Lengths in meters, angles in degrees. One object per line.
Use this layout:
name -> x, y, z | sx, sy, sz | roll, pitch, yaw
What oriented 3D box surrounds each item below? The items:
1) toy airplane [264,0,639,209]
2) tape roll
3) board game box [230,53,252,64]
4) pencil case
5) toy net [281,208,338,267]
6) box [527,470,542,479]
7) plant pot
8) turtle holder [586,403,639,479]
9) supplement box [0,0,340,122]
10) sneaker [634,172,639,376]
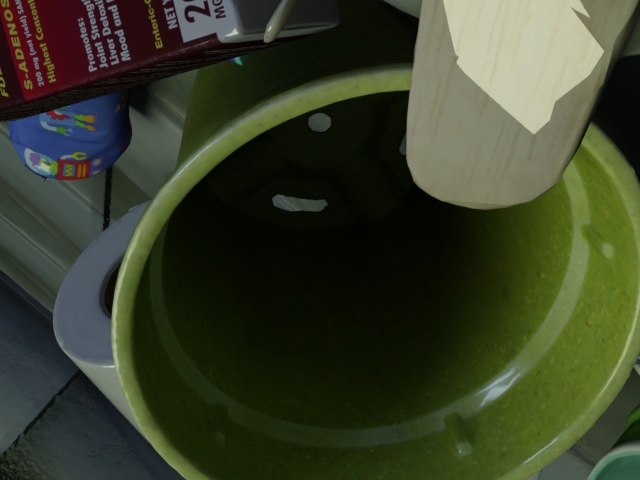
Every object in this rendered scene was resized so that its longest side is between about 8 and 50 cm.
toy airplane -> 0.069, -0.207, 0.288 | 0.386, 0.272, 0.384 | -32, 123, 31
tape roll -> -0.139, 0.086, 1.192 | 0.246, 0.246, 0.169 | 19, 150, 44
board game box -> -0.076, -0.199, 0.623 | 0.210, 0.160, 0.047 | 28, 155, 29
pencil case -> -0.243, -0.163, 1.032 | 0.133, 0.119, 0.306 | 11, 158, -6
toy net -> 0.000, 0.000, 0.870 | 0.122, 0.045, 0.232 | 25, -168, 5
box -> 0.093, 0.122, 0.884 | 0.181, 0.119, 0.181 | 21, -170, 7
plant pot -> 0.018, -0.021, 0.649 | 0.276, 0.276, 0.254 | 53, -169, -31
turtle holder -> 0.313, 0.236, 0.737 | 0.320, 0.227, 0.243 | 18, 149, 46
supplement box -> -0.115, -0.136, 0.525 | 0.239, 0.073, 0.130 | -8, 97, 40
sneaker -> 0.231, 0.007, 0.556 | 0.147, 0.130, 0.330 | 43, 160, -15
